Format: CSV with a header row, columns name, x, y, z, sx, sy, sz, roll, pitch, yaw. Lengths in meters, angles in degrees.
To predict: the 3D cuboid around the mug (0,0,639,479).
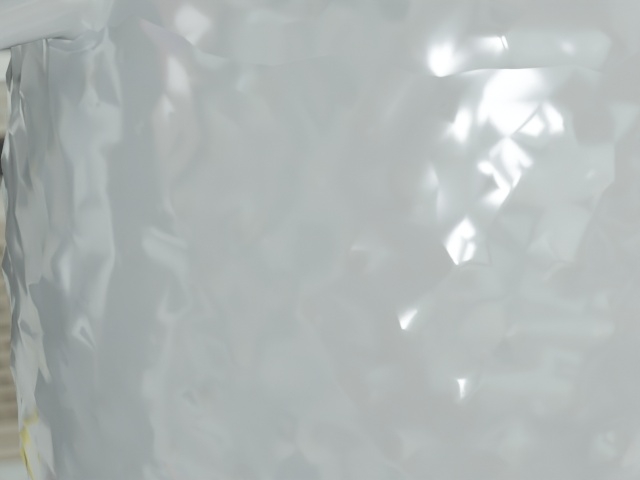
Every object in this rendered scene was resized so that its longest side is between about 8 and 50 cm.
name,x,y,z,sx,sy,sz,roll,pitch,yaw
mug,0.000,0.000,0.514,0.374,0.276,0.328,-17,128,-20
